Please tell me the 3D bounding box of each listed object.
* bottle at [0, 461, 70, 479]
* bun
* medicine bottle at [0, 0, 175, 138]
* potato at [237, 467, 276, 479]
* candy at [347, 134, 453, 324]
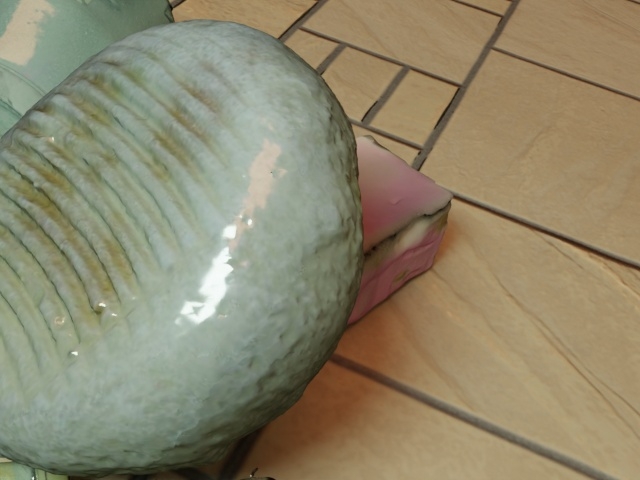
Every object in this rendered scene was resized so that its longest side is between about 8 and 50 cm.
[{"bbox_3d":[-0.319,0.192,0.586,0.270,0.083,0.083,-7,46,-21],"label":"bottle"},{"bbox_3d":[-0.124,0.013,0.621,0.362,0.211,0.362,-12,60,21],"label":"bun"},{"bbox_3d":[-0.300,-0.160,0.854,0.245,0.245,0.290,11,43,-1],"label":"medicine bottle"},{"bbox_3d":[-0.145,0.245,0.559,0.243,0.098,0.138,1,45,-17],"label":"potato"},{"bbox_3d":[0.000,0.000,0.840,0.155,0.115,0.265,37,48,26],"label":"candy"}]
